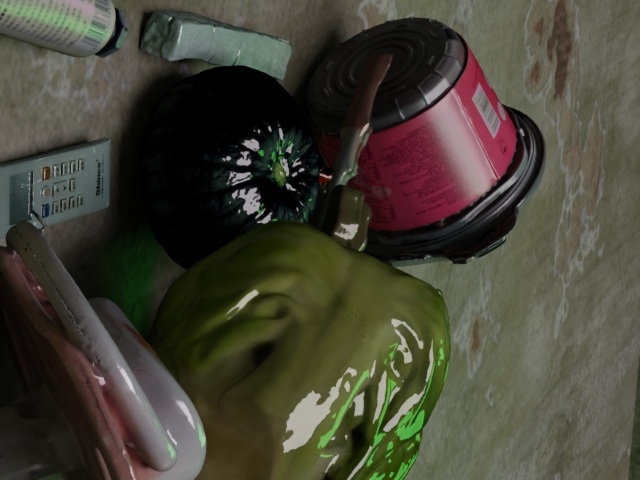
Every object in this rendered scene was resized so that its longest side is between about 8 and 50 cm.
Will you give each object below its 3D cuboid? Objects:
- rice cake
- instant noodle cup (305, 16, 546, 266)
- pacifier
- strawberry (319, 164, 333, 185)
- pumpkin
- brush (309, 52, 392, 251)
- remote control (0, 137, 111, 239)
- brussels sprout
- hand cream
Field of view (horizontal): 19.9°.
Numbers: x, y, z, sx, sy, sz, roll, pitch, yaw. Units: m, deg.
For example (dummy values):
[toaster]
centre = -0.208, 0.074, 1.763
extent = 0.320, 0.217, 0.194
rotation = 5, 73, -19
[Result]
[rice cake]
centre = -0.093, -0.184, 1.729
extent = 0.245, 0.042, 0.045
rotation = 2, 108, -65
[instant noodle cup]
centre = 0.096, -0.123, 1.967
extent = 0.258, 0.302, 0.181
rotation = -37, 126, -13
[pacifier]
centre = -0.207, 0.142, 1.358
extent = 0.220, 0.332, 0.273
rotation = 34, 96, -36
[strawberry]
centre = -0.048, -0.018, 1.842
extent = 0.145, 0.086, 0.145
rotation = -36, 131, -55
[pumpkin]
centre = -0.086, -0.061, 1.679
extent = 0.202, 0.140, 0.202
rotation = 6, 83, -56
[brush]
centre = 0.021, -0.063, 1.793
extent = 0.071, 0.084, 0.301
rotation = 63, 40, -57
[remote control]
centre = -0.223, -0.045, 1.508
extent = 0.162, 0.029, 0.061
rotation = -20, 115, -58
[brussels sprout]
centre = -0.024, 0.133, 1.561
extent = 0.328, 0.247, 0.328
rotation = -41, 140, -49
[hand cream]
centre = -0.240, -0.192, 1.387
extent = 0.276, 0.059, 0.095
rotation = 19, 83, -61
